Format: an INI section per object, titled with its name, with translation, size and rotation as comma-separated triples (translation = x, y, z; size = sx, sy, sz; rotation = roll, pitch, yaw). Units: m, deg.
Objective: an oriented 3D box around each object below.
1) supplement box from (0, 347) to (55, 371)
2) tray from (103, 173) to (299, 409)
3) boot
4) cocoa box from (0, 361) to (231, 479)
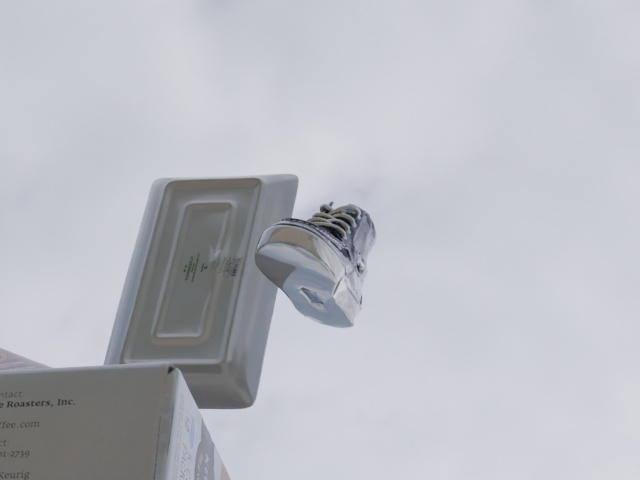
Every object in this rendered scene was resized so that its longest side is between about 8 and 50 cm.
[supplement box]
translation = -0.292, 0.143, 1.460
size = 0.188, 0.104, 0.080
rotation = 17, -81, 26
[tray]
translation = -0.109, 0.033, 1.488
size = 0.145, 0.270, 0.030
rotation = -1, -42, 12
[boot]
translation = 0.000, 0.000, 1.318
size = 0.069, 0.190, 0.086
rotation = 12, -107, 13
[cocoa box]
translation = -0.236, 0.231, 1.029
size = 0.347, 0.228, 0.231
rotation = -4, -125, 10
